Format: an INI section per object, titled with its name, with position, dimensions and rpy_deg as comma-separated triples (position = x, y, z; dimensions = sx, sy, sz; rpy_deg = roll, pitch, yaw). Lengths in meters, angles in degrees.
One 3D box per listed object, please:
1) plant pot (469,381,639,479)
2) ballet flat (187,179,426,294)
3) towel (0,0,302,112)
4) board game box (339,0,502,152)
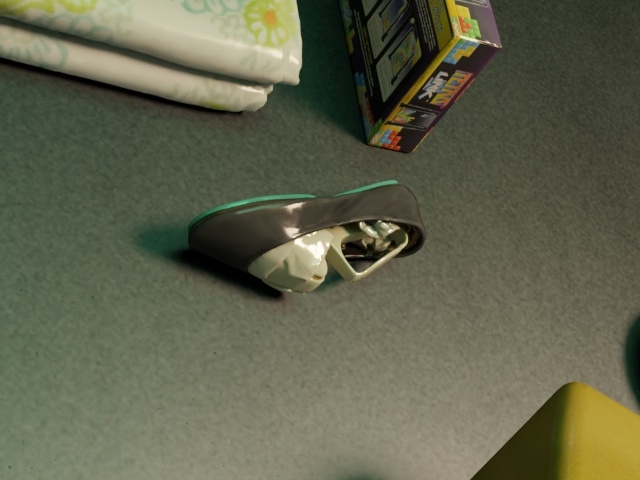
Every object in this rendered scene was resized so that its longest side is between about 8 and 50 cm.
[plant pot]
position = 0.171, 0.219, 0.891
dimensions = 0.212, 0.212, 0.187
rpy_deg = 30, 33, -12
[ballet flat]
position = 0.000, 0.000, 1.027
dimensions = 0.203, 0.074, 0.074
rpy_deg = -10, 63, -41
[towel]
position = -0.195, -0.270, 1.087
dimensions = 0.374, 0.090, 0.320
rpy_deg = 11, 51, -27
[board game box]
position = 0.076, -0.181, 1.163
dimensions = 0.048, 0.141, 0.170
rpy_deg = 10, 53, -28
